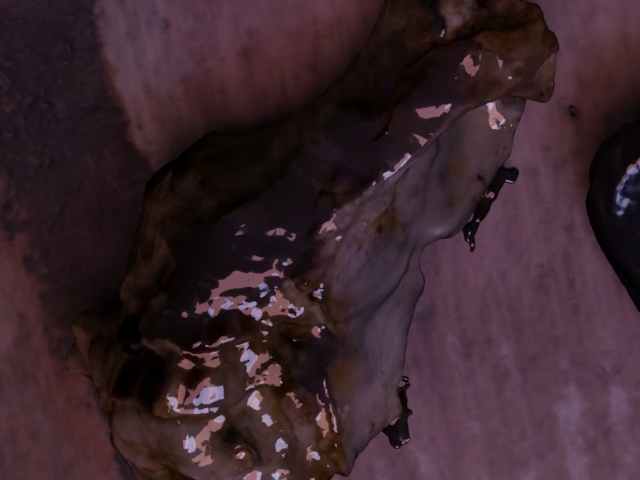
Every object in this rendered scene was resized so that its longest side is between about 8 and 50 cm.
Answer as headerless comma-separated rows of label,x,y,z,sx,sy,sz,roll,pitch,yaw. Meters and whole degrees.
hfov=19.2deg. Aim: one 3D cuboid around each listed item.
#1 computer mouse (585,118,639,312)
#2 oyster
computer mouse,0.223,0.008,1.037,0.122,0.073,0.217,-30,113,15
oyster,0.005,0.005,1.009,0.337,0.133,0.198,-45,76,2
